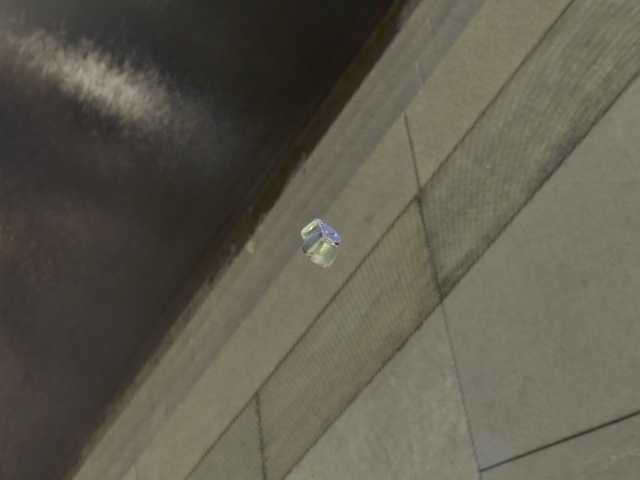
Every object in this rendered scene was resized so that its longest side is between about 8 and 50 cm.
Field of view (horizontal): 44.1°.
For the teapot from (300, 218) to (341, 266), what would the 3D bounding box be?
[{"bbox_3d":[0.000,0.000,1.412,0.057,0.066,0.088,-53,56,23],"label":"teapot"}]
